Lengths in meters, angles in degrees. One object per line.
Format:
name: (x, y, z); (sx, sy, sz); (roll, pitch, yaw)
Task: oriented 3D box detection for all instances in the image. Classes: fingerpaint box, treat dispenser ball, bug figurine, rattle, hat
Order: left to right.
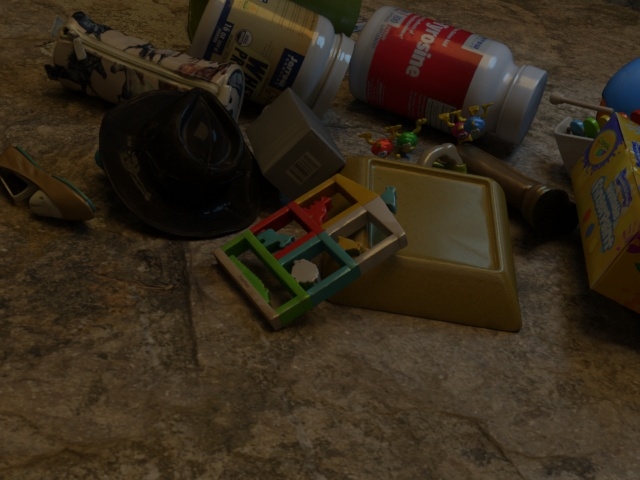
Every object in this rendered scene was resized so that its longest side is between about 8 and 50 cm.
hat: (-0.219, -0.169, 1.574); (0.331, 0.134, 0.331); (17, 47, -19)
rattle: (0.179, -0.105, 1.780); (0.142, 0.130, 0.199); (23, 58, 39)
bug figurine: (0.229, -0.219, 1.899); (0.278, 0.072, 0.216); (-12, 7, 17)
treat dispenser ball: (0.764, -0.274, 2.055); (0.288, 0.288, 0.288); (9, 31, -6)
fingerpaint box: (0.648, 0.001, 1.614); (0.371, 0.163, 0.445); (27, 30, -6)

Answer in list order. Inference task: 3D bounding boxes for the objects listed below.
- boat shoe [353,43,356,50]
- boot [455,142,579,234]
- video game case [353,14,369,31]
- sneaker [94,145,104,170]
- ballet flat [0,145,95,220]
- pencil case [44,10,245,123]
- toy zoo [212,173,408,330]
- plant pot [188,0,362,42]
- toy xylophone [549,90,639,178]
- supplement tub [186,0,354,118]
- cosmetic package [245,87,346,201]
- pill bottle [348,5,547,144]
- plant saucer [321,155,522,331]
boat shoe: (0.113, -0.492, 2.422); (0.035, 0.035, 0.100); (-3, 28, -20)
boot: (0.356, -0.109, 1.792); (0.269, 0.089, 0.236); (36, 7, 31)
video game case: (-0.012, -0.631, 2.611); (0.204, 0.025, 0.285); (34, 36, 31)
sneaker: (-0.316, -0.166, 1.689); (0.228, 0.088, 0.092); (-17, 26, -42)
ballet flat: (-0.459, -0.078, 1.509); (0.232, 0.080, 0.073); (32, 63, 33)
pencil case: (-0.342, -0.327, 1.848); (0.410, 0.160, 0.183); (21, 2, 13)
toy zoo: (0.000, 0.000, 1.444); (0.293, 0.030, 0.192); (-33, 47, -14)
plant pot: (-0.099, -0.612, 2.282); (0.352, 0.367, 0.366); (12, 28, -26)
toy xylophone: (0.591, -0.201, 1.904); (0.081, 0.236, 0.322); (-32, 32, -15)
supplement tub: (-0.108, -0.407, 1.975); (0.316, 0.228, 0.228); (23, 29, -10)
cosmetic package: (-0.052, -0.177, 1.706); (0.107, 0.127, 0.238); (42, 13, -25)
pill bottle: (0.288, -0.365, 2.085); (0.407, 0.229, 0.229); (23, 32, 16)
plant saucer: (0.177, -0.020, 1.550); (0.332, 0.081, 0.333); (9, 46, -6)
